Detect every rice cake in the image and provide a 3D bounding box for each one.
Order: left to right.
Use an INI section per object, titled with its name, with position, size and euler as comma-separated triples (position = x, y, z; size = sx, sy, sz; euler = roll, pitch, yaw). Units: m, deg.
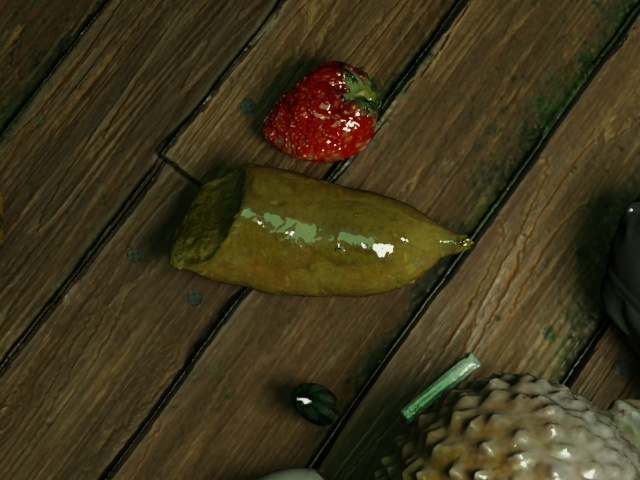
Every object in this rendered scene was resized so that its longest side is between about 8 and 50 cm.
[rice cake]
position = 0.151, 0.186, 1.483
size = 0.121, 0.021, 0.022
euler = -39, 83, -3

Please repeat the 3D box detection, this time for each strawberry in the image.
[strawberry]
position = 0.007, -0.157, 1.526
size = 0.148, 0.131, 0.131
euler = -40, 76, 25

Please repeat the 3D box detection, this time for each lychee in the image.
[lychee]
position = 0.219, 0.341, 1.264
size = 0.380, 0.380, 0.432
euler = 41, 82, 11

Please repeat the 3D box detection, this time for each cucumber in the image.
[cucumber]
position = -0.009, 0.198, 1.451
size = 0.048, 0.105, 0.048
euler = -4, 72, 12

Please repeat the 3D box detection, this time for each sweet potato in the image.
[sweet potato]
position = 0.000, 0.000, 1.476
size = 0.369, 0.158, 0.158
euler = 11, 78, -1

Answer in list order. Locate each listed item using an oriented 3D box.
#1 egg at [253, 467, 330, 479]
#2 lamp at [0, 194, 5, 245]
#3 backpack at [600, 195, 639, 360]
[egg]
position = -0.055, 0.376, 1.373
size = 0.176, 0.176, 0.232
euler = 37, 87, 10
[lamp]
position = -0.489, -0.034, 1.486
size = 0.161, 0.185, 0.161
euler = -1, 77, 3
[backpack]
position = 0.513, 0.111, 1.331
size = 0.363, 0.255, 0.446
euler = -11, 50, -40
